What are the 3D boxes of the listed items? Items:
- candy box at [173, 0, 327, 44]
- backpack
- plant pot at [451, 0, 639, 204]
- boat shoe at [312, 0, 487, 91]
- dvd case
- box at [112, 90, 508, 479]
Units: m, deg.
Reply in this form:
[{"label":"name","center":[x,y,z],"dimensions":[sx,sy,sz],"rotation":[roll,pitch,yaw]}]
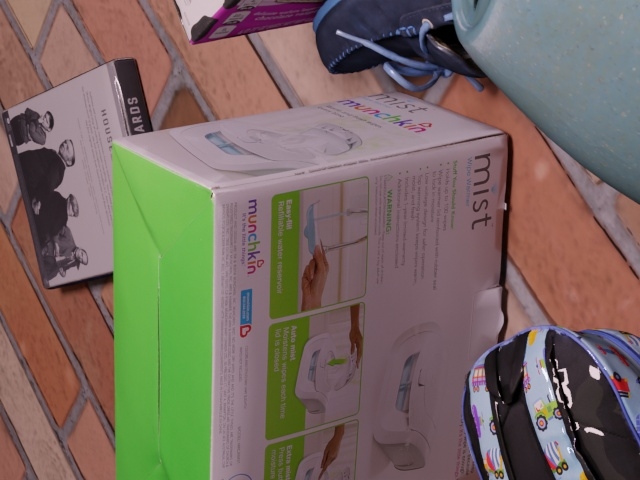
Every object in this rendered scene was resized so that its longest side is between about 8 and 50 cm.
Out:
[{"label":"candy box","center":[0.021,-0.209,1.063],"dimensions":[0.233,0.159,0.071],"rotation":[-37,72,55]},{"label":"backpack","center":[0.165,0.130,1.008],"dimensions":[0.158,0.117,0.173],"rotation":[-38,70,54]},{"label":"plant pot","center":[0.165,-0.134,0.735],"dimensions":[0.290,0.195,0.290],"rotation":[-173,90,-82]},{"label":"boat shoe","center":[0.081,-0.136,1.051],"dimensions":[0.258,0.109,0.089],"rotation":[-22,86,58]},{"label":"dvd case","center":[-0.212,-0.054,1.572],"dimensions":[0.238,0.029,0.179],"rotation":[-12,91,56]},{"label":"box","center":[-0.005,0.054,1.128],"dimensions":[0.126,0.231,0.262],"rotation":[27,123,48]}]
